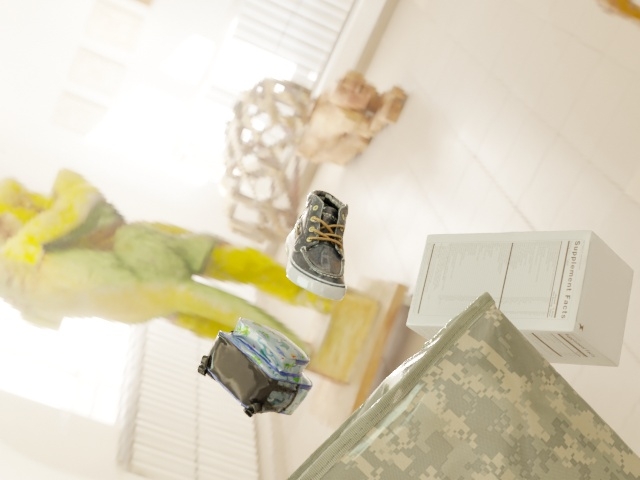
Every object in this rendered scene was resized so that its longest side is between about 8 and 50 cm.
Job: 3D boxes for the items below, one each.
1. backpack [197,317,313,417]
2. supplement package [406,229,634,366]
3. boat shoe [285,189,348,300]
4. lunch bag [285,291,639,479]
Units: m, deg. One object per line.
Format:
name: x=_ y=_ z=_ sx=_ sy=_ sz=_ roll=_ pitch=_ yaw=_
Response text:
backpack: x=-0.061 y=0.143 z=1.148 sx=0.105 sy=0.114 sz=0.084 roll=36 pitch=92 yaw=30
supplement package: x=0.258 y=0.076 z=1.339 sx=0.244 sy=0.134 sz=0.139 roll=-1 pitch=66 yaw=41
boat shoe: x=0.000 y=0.000 z=1.167 sx=0.183 sy=0.065 sz=0.083 roll=-118 pitch=48 yaw=-69
lunch bag: x=0.100 y=0.229 z=0.825 sx=0.287 sy=0.235 sz=0.169 roll=-39 pitch=-8 yaw=-32
